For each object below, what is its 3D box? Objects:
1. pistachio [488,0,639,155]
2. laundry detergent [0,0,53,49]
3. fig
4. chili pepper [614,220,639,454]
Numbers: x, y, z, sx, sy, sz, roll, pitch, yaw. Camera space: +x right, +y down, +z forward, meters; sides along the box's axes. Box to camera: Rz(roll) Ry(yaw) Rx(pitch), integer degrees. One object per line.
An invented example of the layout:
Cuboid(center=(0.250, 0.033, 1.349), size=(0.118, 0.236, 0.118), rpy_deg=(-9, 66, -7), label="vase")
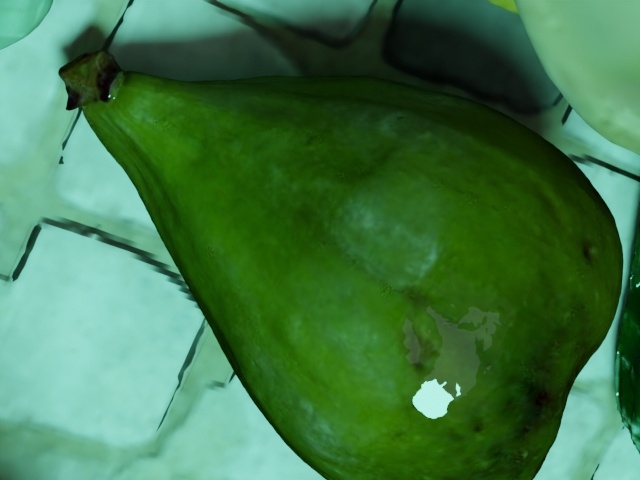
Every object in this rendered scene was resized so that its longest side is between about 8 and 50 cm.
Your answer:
Cuboid(center=(0.124, -0.180, 0.424), size=(0.230, 0.230, 0.309), rpy_deg=(8, 117, -22), label="pistachio")
Cuboid(center=(-0.063, -0.179, 0.441), size=(0.143, 0.094, 0.290), rpy_deg=(14, 110, -29), label="laundry detergent")
Cuboid(center=(0.006, 0.011, 0.524), size=(0.185, 0.126, 0.133), rpy_deg=(20, 118, -29), label="fig")
Cuboid(center=(0.140, 0.005, 0.607), size=(0.088, 0.059, 0.227), rpy_deg=(-25, 129, -37), label="chili pepper")
